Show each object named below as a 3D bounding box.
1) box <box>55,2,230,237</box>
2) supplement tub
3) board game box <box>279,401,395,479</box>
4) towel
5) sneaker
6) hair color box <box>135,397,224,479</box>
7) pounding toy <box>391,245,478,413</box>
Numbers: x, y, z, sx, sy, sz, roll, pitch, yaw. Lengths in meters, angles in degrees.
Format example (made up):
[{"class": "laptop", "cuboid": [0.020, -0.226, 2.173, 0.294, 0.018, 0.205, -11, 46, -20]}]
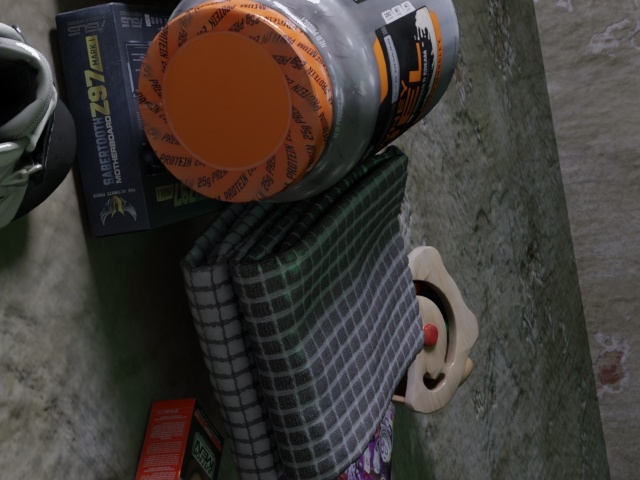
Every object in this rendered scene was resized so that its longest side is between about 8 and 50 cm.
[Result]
[{"class": "box", "cuboid": [-0.139, -0.106, 1.173, 0.232, 0.059, 0.184, -24, 104, -71]}, {"class": "supplement tub", "cuboid": [-0.013, -0.147, 1.141, 0.316, 0.193, 0.194, -39, 120, -61]}, {"class": "board game box", "cuboid": [0.006, 0.196, 1.491, 0.347, 0.056, 0.208, 58, 35, -50]}, {"class": "towel", "cuboid": [0.003, 0.058, 1.242, 0.284, 0.121, 0.235, -48, 129, -51]}, {"class": "sneaker", "cuboid": [-0.210, -0.071, 0.838, 0.330, 0.146, 0.123, -5, 85, -72]}, {"class": "hair color box", "cuboid": [-0.121, 0.209, 1.125, 0.072, 0.043, 0.141, 63, 28, -46]}, {"class": "pounding toy", "cuboid": [0.094, 0.124, 1.731, 0.154, 0.154, 0.270, -49, 125, -28]}]
